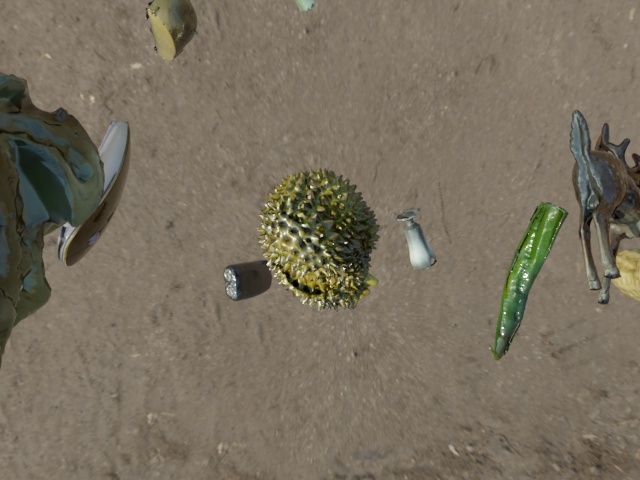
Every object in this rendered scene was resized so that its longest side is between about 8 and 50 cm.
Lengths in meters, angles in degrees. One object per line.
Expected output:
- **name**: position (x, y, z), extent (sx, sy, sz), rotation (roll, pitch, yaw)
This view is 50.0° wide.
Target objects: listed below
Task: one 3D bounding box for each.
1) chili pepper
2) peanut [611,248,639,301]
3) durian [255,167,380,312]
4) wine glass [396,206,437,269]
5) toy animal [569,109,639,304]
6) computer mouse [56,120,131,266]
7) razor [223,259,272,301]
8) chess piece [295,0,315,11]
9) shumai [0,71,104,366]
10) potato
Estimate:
- **chili pepper**: position (0.425, 0.091, 1.460), extent (0.076, 0.085, 0.359), rotation (16, 99, -28)
- **peanut**: position (0.516, 0.058, 1.063), extent (0.093, 0.194, 0.083), rotation (17, 92, -20)
- **durian**: position (-0.010, 0.001, 1.417), extent (0.258, 0.258, 0.293), rotation (-23, 103, 0)
- **wine glass**: position (0.250, -0.004, 1.797), extent (0.072, 0.072, 0.155), rotation (-22, 110, 0)
- **toy animal**: position (0.352, -0.054, 0.793), extent (0.087, 0.243, 0.260), rotation (-5, 67, 30)
- **computer mouse**: position (-0.420, -0.091, 1.320), extent (0.072, 0.158, 0.310), rotation (20, 55, -11)
- **razor**: position (-0.175, 0.096, 1.691), extent (0.054, 0.148, 0.090), rotation (-3, 95, 33)
- **chess piece**: position (-0.040, -0.294, 0.781), extent (0.042, 0.093, 0.042), rotation (-24, 54, 36)
- **shumai**: position (-0.249, -0.018, 0.386), extent (0.189, 0.218, 0.256), rotation (18, 124, 6)
- **potato**: position (-0.287, -0.430, 1.406), extent (0.089, 0.172, 0.100), rotation (38, 71, 7)
